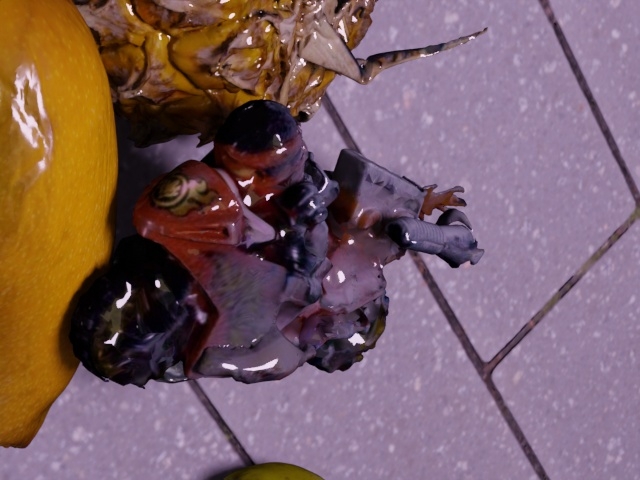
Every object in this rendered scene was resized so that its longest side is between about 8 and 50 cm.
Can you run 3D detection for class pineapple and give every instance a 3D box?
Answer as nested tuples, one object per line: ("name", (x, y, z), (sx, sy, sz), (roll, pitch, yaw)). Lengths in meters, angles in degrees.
("pineapple", (-0.069, -0.130, 1.412), (0.334, 0.158, 0.161), (9, 98, -40))

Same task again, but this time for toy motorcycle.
("toy motorcycle", (0.000, 0.000, 1.435), (0.401, 0.134, 0.207), (2, 110, -44))

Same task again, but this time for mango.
("mango", (-0.215, -0.017, 1.336), (0.187, 0.144, 0.359), (-44, 145, -50))

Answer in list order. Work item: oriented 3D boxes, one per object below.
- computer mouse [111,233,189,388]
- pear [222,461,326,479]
("computer mouse", (-0.074, 0.039, 1.520), (0.231, 0.071, 0.126), (-11, 99, -32))
("pear", (-0.031, 0.233, 1.592), (0.131, 0.107, 0.107), (39, 80, -31))
